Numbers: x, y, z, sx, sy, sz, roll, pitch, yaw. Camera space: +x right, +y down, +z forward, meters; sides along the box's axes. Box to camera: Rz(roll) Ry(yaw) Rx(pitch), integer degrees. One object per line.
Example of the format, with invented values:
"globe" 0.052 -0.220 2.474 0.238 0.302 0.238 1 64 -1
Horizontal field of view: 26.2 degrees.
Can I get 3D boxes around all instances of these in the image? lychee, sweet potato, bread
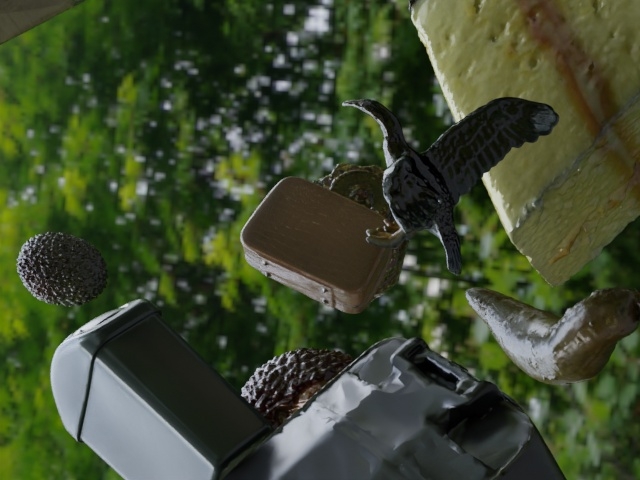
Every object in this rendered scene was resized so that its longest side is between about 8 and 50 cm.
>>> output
"lychee" 0.000 0.216 1.651 0.188 0.188 0.188 6 -90 -65
"sweet potato" 0.300 0.120 1.722 0.098 0.310 0.124 4 -94 -34
"bread" 0.289 -0.221 1.612 0.405 0.345 0.242 62 -164 22
"lychee" -0.220 0.026 1.163 0.067 0.083 0.068 -57 -36 -63

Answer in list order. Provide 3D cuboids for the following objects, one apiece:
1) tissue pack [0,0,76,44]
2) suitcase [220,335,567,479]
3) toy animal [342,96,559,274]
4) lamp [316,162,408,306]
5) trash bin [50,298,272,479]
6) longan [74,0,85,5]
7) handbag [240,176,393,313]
"tissue pack" -0.428 -0.329 1.502 0.200 0.274 0.167 -32 -42 -20
"suitcase" 0.021 0.293 1.239 0.434 0.283 0.194 -42 -56 -13
"toy animal" 0.090 -0.061 1.415 0.272 0.197 0.160 -36 -34 -52
"lamp" 0.050 -0.005 2.110 0.274 0.177 0.177 97 -169 -64
"trash bin" -0.169 0.175 1.406 0.101 0.236 0.177 -33 -26 -40
"longan" -0.401 -0.445 2.130 0.185 0.204 0.159 -118 4 -58
"handbag" 0.000 0.000 1.881 0.151 0.193 0.072 -60 -18 -23
